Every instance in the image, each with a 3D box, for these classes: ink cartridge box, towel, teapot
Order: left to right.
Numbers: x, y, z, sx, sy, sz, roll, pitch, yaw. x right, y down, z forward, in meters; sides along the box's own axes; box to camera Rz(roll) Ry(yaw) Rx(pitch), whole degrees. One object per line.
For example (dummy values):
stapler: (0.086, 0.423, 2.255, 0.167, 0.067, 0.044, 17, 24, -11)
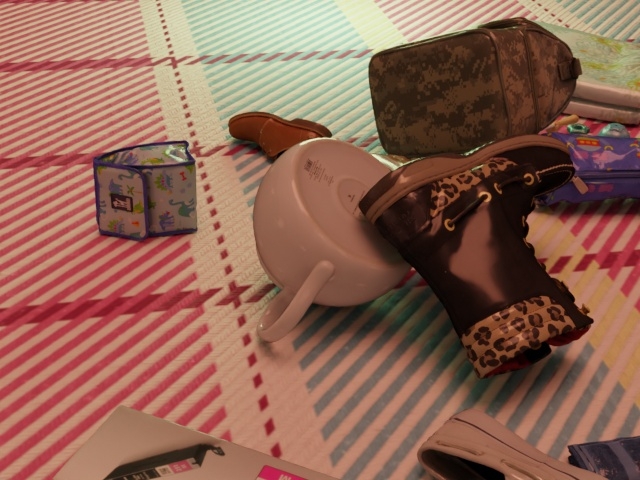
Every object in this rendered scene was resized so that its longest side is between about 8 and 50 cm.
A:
ink cartridge box: (-0.145, 0.291, 0.923, 0.275, 0.060, 0.239, 15, 32, 18)
teapot: (0.000, 0.000, 1.294, 0.256, 0.187, 0.253, -2, 59, -43)
towel: (0.528, -0.368, 2.009, 0.374, 0.090, 0.320, 13, 33, 16)
towel: (0.344, 0.250, 1.059, 0.119, 0.029, 0.067, -4, 33, -12)

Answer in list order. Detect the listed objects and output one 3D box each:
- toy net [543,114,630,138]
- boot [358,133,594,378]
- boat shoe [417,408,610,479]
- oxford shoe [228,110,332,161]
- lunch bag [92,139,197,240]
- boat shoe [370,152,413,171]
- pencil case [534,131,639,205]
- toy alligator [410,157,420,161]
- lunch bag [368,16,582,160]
toy net: (0.468, -0.197, 1.775, 0.232, 0.045, 0.122, 10, 34, 14)
boot: (0.257, 0.012, 1.249, 0.377, 0.138, 0.284, -12, 64, -41)
boat shoe: (0.213, 0.265, 0.965, 0.088, 0.096, 0.267, -27, 41, -33)
oxford shoe: (-0.086, -0.179, 1.677, 0.212, 0.076, 0.076, 12, 72, 33)
lunch bag: (-0.266, -0.074, 1.429, 0.151, 0.129, 0.096, -6, 32, -15)
boat shoe: (0.159, -0.066, 1.469, 0.103, 0.113, 0.302, -20, 39, -25)
pencil case: (0.502, -0.116, 1.571, 0.306, 0.120, 0.133, 1, 20, -4)
toy alligator: (0.216, -0.084, 1.567, 0.051, 0.056, 0.189, 33, 8, -41)
lunch bag: (0.268, -0.265, 1.655, 0.305, 0.213, 0.256, -4, 9, 46)
